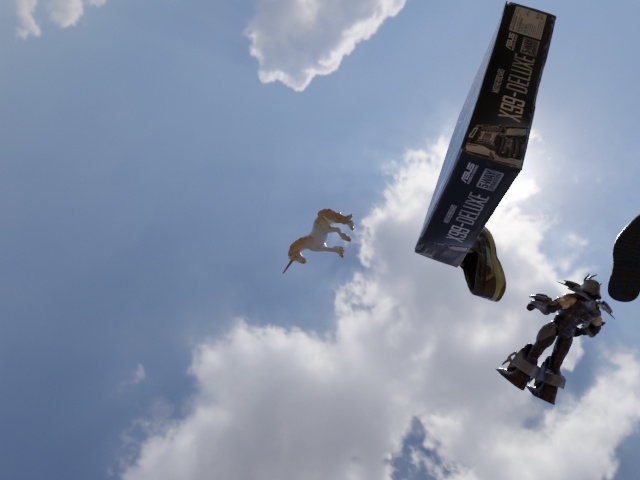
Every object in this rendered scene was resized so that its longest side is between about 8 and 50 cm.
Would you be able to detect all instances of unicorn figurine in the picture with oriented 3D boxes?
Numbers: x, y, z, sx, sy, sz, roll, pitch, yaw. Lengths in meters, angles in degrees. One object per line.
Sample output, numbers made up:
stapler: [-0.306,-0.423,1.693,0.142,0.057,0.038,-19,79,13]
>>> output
unicorn figurine: [0.000,0.000,1.017,0.111,0.162,0.060,16,-157,-8]

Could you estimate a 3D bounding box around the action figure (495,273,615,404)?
action figure: [0.498,0.191,1.054,0.285,0.185,0.099,-60,-168,6]

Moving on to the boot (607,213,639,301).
boot: [0.611,0.004,0.987,0.076,0.198,0.137,18,-140,20]

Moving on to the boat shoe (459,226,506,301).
boat shoe: [0.332,0.035,1.082,0.073,0.080,0.224,11,-139,-13]

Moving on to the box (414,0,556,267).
box: [0.237,-0.149,0.738,0.076,0.243,0.308,20,-119,7]
